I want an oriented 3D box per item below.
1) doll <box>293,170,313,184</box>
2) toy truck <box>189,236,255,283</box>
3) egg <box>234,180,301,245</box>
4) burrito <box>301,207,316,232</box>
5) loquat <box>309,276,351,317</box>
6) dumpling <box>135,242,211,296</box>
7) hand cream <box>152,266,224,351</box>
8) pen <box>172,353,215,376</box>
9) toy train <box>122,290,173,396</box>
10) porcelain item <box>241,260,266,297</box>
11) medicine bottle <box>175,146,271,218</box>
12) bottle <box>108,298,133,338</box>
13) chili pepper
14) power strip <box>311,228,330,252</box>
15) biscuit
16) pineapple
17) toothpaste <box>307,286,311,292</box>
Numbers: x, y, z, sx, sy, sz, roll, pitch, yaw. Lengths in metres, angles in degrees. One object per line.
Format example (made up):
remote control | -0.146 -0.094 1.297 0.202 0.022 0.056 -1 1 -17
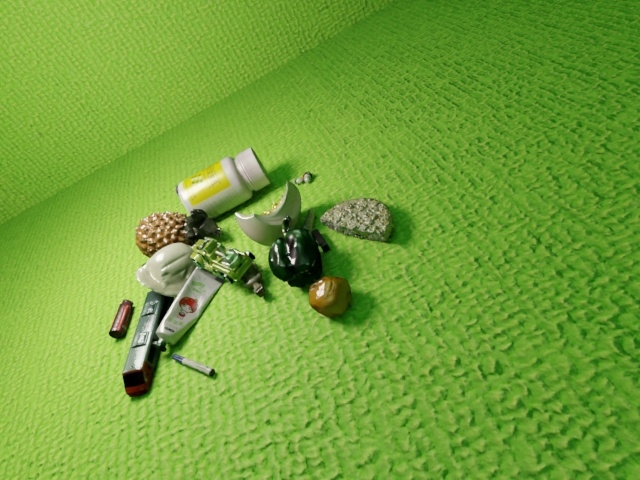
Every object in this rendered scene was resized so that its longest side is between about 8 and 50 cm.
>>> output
doll | -0.074 -0.270 1.916 0.085 0.040 0.058 -3 57 29
toy truck | -0.373 0.047 1.599 0.259 0.135 0.128 16 58 40
egg | -0.168 -0.070 1.658 0.271 0.206 0.162 -27 62 -18
burrito | -0.051 -0.045 1.661 0.045 0.041 0.185 -3 48 17
loquat | 0.028 0.170 1.339 0.137 0.113 0.137 -12 67 31
dumpling | -0.554 0.128 1.707 0.243 0.175 0.227 -41 71 -15
hand cream | -0.485 0.245 1.591 0.121 0.076 0.336 28 57 2
pen | -0.416 0.403 1.429 0.204 0.025 0.025 6 52 37
toy train | -0.616 0.347 1.565 0.086 0.089 0.409 -15 41 10
porcelain item | -0.243 0.137 1.576 0.084 0.054 0.213 -38 39 -6
medicine bottle | -0.430 -0.247 1.972 0.379 0.213 0.213 -28 39 2
bottle | -0.784 0.305 1.734 0.060 0.060 0.164 -19 40 14
chili pepper | -0.083 0.034 1.504 0.174 0.165 0.261 -38 40 20
power strip | 0.000 0.000 1.584 0.029 0.038 0.111 -33 39 -1
biscuit | 0.152 -0.079 1.541 0.281 0.084 0.179 20 56 41
pineapple | -0.573 -0.041 1.845 0.357 0.223 0.223 -13 42 14
toothpaste | -0.017 0.176 1.425 0.027 0.019 0.083 -55 39 8
